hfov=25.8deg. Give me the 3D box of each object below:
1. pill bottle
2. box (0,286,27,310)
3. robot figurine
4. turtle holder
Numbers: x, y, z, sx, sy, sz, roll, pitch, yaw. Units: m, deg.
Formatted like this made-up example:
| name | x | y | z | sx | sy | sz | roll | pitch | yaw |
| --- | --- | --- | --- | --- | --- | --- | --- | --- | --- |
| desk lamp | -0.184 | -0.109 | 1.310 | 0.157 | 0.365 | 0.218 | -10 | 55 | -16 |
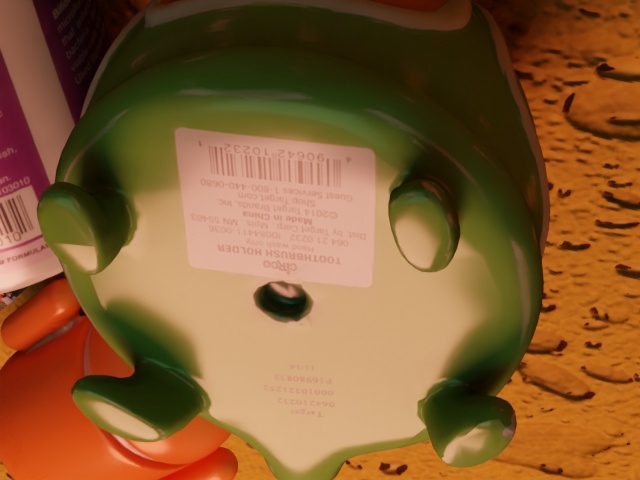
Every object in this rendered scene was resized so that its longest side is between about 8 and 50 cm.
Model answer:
| name | x | y | z | sx | sy | sz | roll | pitch | yaw |
| --- | --- | --- | --- | --- | --- | --- | --- | --- | --- |
| pill bottle | -0.203 | -0.127 | 0.704 | 0.169 | 0.169 | 0.301 | 2 | 135 | 14 |
| box | -0.292 | -0.035 | 0.915 | 0.233 | 0.044 | 0.159 | 35 | 134 | -20 |
| robot figurine | -0.138 | 0.109 | 0.962 | 0.219 | 0.158 | 0.128 | -28 | 163 | 36 |
| turtle holder | 0.013 | -0.008 | 0.722 | 0.243 | 0.227 | 0.320 | -16 | 129 | 28 |
